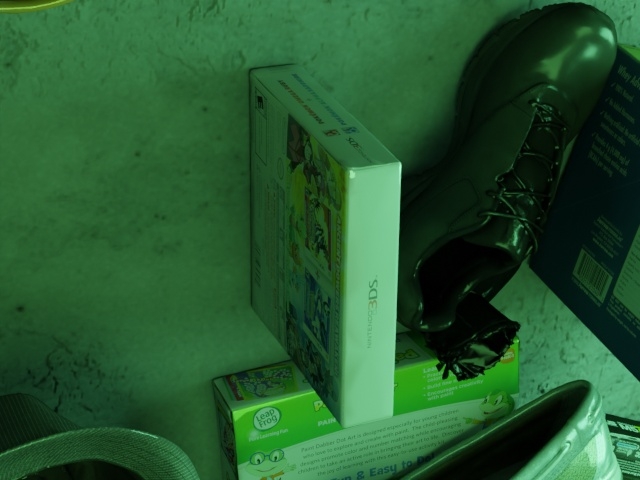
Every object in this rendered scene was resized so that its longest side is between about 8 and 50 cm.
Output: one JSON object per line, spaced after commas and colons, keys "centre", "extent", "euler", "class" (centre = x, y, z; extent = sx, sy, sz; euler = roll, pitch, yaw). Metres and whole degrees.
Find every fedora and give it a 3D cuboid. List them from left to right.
{"centre": [-0.215, 0.210, 1.430], "extent": [0.244, 0.124, 0.275], "euler": [-23, 132, -13], "class": "fedora"}

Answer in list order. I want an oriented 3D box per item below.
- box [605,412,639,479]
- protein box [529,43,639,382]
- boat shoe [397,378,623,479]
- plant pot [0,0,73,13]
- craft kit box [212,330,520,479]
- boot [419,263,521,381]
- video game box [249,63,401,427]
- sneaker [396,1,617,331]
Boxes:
{"centre": [0.271, 0.251, 1.710], "extent": [0.191, 0.045, 0.184], "euler": [14, 112, -29], "class": "box"}
{"centre": [0.292, -0.015, 1.482], "extent": [0.136, 0.200, 0.201], "euler": [9, 112, -26], "class": "protein box"}
{"centre": [0.093, 0.213, 1.515], "extent": [0.320, 0.118, 0.103], "euler": [-22, 116, -16], "class": "boat shoe"}
{"centre": [-0.201, -0.265, 1.154], "extent": [0.205, 0.188, 0.205], "euler": [-9, 119, -17], "class": "plant pot"}
{"centre": [0.044, 0.200, 1.583], "extent": [0.250, 0.061, 0.246], "euler": [-12, 123, -16], "class": "craft kit box"}
{"centre": [0.127, 0.051, 1.510], "extent": [0.121, 0.099, 0.045], "euler": [-36, 122, -2], "class": "boot"}
{"centre": [0.000, 0.000, 1.378], "extent": [0.048, 0.187, 0.205], "euler": [-9, 120, -18], "class": "video game box"}
{"centre": [0.139, -0.047, 1.446], "extent": [0.109, 0.130, 0.286], "euler": [28, 102, -30], "class": "sneaker"}
